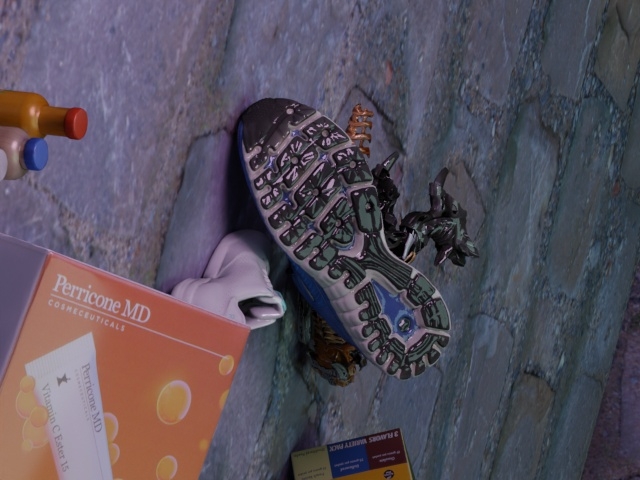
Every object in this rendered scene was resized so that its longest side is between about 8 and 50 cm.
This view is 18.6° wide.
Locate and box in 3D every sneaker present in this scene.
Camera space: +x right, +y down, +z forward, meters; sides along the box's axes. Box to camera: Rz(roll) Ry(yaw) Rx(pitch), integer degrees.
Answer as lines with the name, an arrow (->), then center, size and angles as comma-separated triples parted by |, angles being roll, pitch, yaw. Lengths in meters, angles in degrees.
sneaker -> -0.073, 0.052, 1.945 | 0.212, 0.094, 0.080 | -49, 143, -61
sneaker -> 0.000, 0.000, 2.017 | 0.130, 0.147, 0.330 | -37, 112, -20

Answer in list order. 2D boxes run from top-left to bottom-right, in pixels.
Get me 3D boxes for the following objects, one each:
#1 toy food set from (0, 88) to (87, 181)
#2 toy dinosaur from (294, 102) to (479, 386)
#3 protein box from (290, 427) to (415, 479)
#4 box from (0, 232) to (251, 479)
toy food set -> -0.260, -0.101, 1.380 | 0.232, 0.104, 0.111 | 56, 44, -62
toy dinosaur -> 0.053, 0.008, 2.182 | 0.218, 0.164, 0.322 | -30, 153, -41
protein box -> 0.061, 0.366, 2.279 | 0.200, 0.136, 0.201 | 73, 4, -50
box -> -0.228, 0.180, 1.423 | 0.215, 0.168, 0.345 | 23, 84, -46
